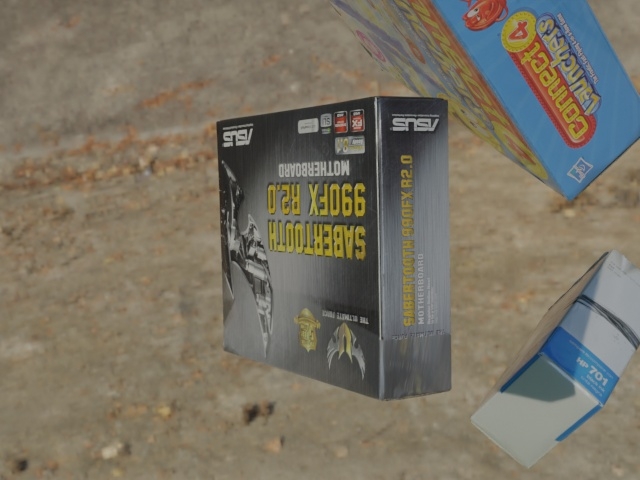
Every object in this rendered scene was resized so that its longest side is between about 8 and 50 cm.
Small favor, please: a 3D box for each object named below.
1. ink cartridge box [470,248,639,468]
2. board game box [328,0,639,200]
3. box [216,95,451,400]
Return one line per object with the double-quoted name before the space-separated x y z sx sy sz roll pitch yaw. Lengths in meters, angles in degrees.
"ink cartridge box" 0.251 0.116 1.035 0.082 0.139 0.191 41 48 9
"board game box" 0.067 -0.208 0.766 0.086 0.308 0.302 -43 37 1
"box" 0.000 0.000 0.713 0.056 0.183 0.231 -3 4 -30
